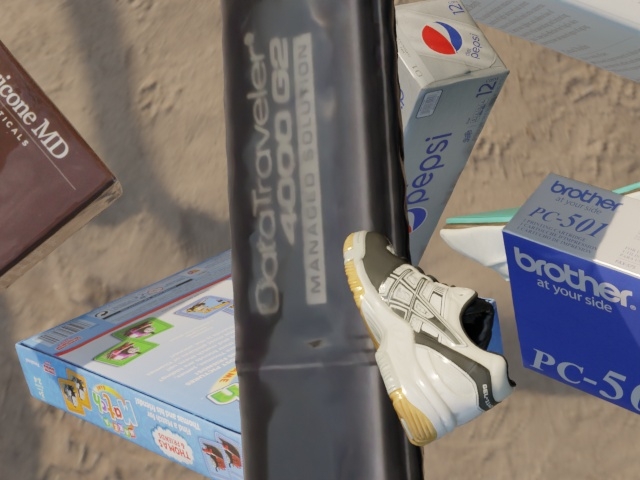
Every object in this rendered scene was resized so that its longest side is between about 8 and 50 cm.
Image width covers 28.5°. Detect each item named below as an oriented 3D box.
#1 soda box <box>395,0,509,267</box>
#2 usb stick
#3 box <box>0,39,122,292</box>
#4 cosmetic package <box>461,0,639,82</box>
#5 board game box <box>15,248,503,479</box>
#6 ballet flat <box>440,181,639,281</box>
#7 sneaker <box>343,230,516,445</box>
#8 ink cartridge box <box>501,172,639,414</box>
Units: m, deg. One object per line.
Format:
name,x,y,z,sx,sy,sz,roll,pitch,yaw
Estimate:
soda box,0.067,-0.081,1.141,0.091,0.098,0.286,-15,149,-25
usb stick,-0.001,-0.015,0.469,0.077,0.045,0.278,-8,83,38
box,-0.389,-0.001,1.168,0.381,0.143,0.191,-41,92,-9
cosmetic package,0.400,-0.409,1.637,0.393,0.329,0.327,20,92,-5
board game box,-0.037,0.057,0.658,0.160,0.211,0.039,-24,111,-35
ballet flat,0.323,0.004,1.607,0.400,0.139,0.139,-11,114,40
sneaker,0.031,0.024,0.366,0.037,0.083,0.032,-24,130,2
ink cartridge box,0.181,0.046,0.539,0.207,0.046,0.097,22,145,34
